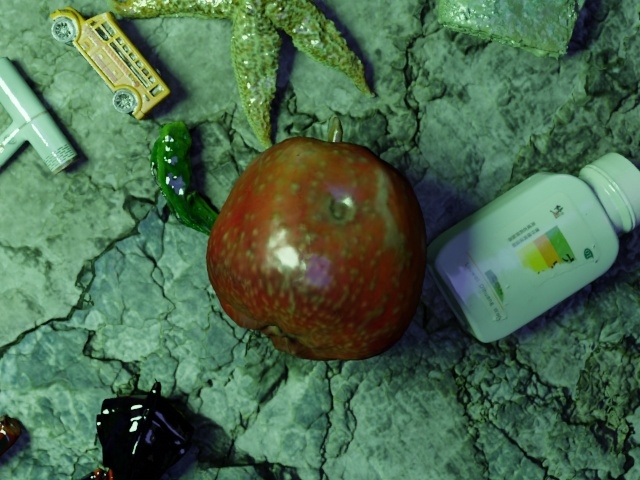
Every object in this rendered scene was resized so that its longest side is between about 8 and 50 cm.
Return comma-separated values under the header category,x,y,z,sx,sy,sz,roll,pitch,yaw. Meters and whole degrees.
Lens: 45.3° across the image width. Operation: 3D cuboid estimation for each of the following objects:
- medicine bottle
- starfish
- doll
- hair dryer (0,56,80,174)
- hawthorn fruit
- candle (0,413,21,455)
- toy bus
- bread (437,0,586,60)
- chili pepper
category,x,y,z,sx,sy,sz,roll,pitch,yaw
medicine bottle,0.300,0.002,1.044,0.296,0.111,0.161,-31,101,-3
starfish,-0.056,-0.312,0.972,0.358,0.078,0.347,30,91,-11
doll,-0.252,0.296,1.033,0.127,0.088,0.248,6,108,-29
hair dryer,-0.424,-0.118,0.967,0.183,0.044,0.155,-33,99,1
hawthorn fruit,0.000,0.000,0.924,0.275,0.275,0.299,9,89,-9
candle,-0.463,0.299,1.026,0.162,0.053,0.048,-43,146,5
toy bus,-0.261,-0.228,0.955,0.074,0.069,0.162,-39,103,-1
bread,0.275,-0.314,1.017,0.232,0.064,0.172,-28,99,-1
chili pepper,-0.169,-0.066,1.002,0.073,0.050,0.182,-31,104,-10
